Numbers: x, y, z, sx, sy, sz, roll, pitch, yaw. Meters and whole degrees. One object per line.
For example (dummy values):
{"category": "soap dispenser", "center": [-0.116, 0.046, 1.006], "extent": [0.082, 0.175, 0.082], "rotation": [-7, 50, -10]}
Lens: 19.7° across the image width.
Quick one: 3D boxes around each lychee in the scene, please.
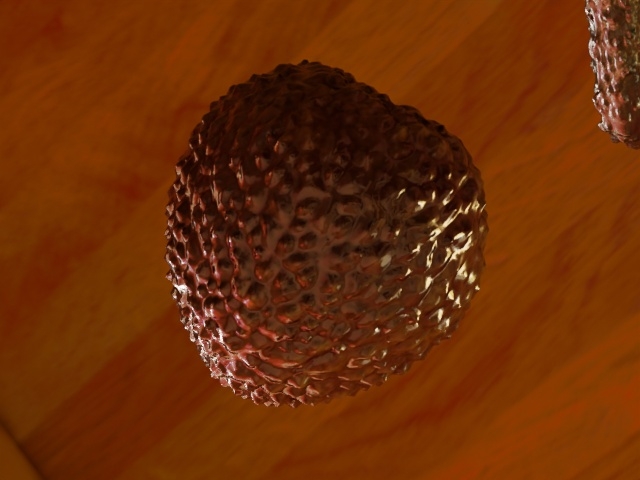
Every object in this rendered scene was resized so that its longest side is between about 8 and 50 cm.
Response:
{"category": "lychee", "center": [0.001, -0.004, 1.025], "extent": [0.194, 0.194, 0.194], "rotation": [9, 112, 22]}

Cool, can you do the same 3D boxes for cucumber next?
{"category": "cucumber", "center": [0.277, -0.226, 1.685], "extent": [0.096, 0.096, 0.359], "rotation": [6, 127, 23]}
